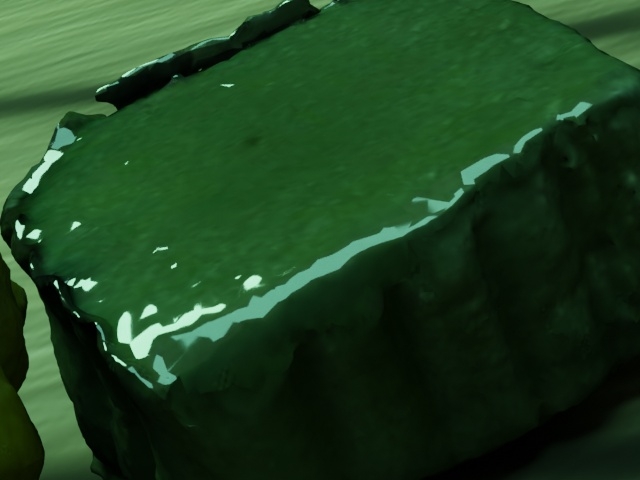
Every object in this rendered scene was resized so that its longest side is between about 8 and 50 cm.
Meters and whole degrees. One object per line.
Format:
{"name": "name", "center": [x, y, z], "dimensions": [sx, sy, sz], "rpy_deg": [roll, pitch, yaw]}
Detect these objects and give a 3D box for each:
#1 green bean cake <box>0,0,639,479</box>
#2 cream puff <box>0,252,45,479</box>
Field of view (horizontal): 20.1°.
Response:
{"name": "green bean cake", "center": [0.000, 0.000, 0.687], "dimensions": [0.227, 0.125, 0.222], "rpy_deg": [-25, 31, -12]}
{"name": "cream puff", "center": [-0.179, 0.055, 0.615], "dimensions": [0.221, 0.195, 0.194], "rpy_deg": [-47, 16, 25]}
